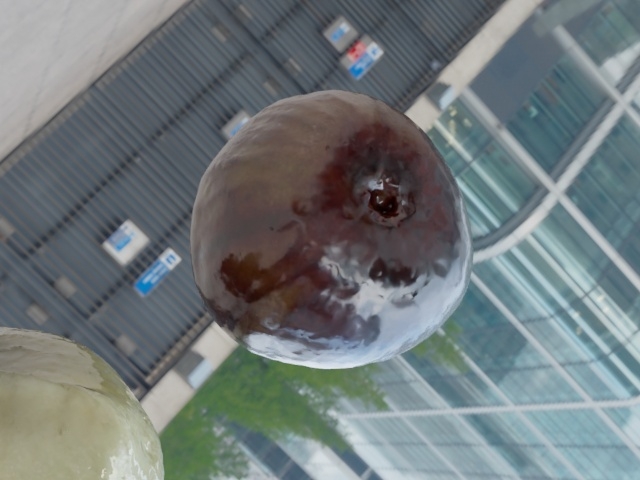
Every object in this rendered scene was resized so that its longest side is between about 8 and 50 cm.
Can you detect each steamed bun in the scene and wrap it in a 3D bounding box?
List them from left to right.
[{"bbox_3d":[-0.197,0.112,0.540,0.212,0.110,0.231,-7,-152,18],"label":"steamed bun"}]

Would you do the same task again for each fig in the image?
[{"bbox_3d":[0.007,-0.002,0.742,0.214,0.235,0.235,-46,-173,34],"label":"fig"}]
